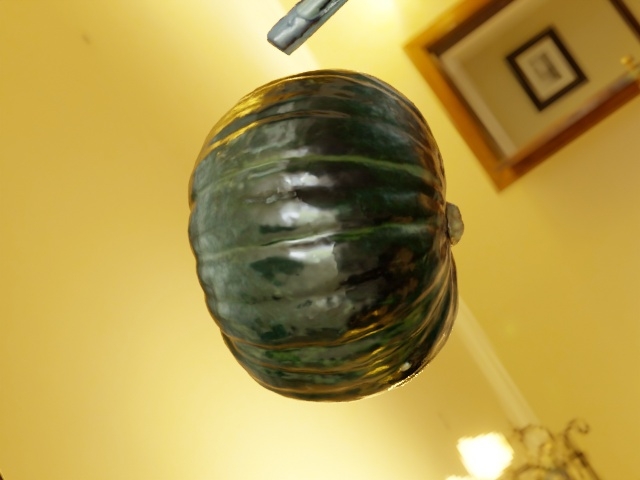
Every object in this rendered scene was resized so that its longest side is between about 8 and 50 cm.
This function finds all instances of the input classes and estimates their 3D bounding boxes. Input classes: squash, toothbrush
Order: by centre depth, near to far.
[{"bbox_3d":[0.060,-0.157,0.531,0.016,0.219,0.019,50,-175,22],"label":"toothbrush"},{"bbox_3d":[0.005,-0.001,0.799,0.218,0.172,0.218,164,90,-86],"label":"squash"}]

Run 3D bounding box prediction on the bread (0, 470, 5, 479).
[{"bbox_3d":[-0.188,0.086,0.477,0.094,0.102,0.245,0,-157,-38],"label":"bread"}]
